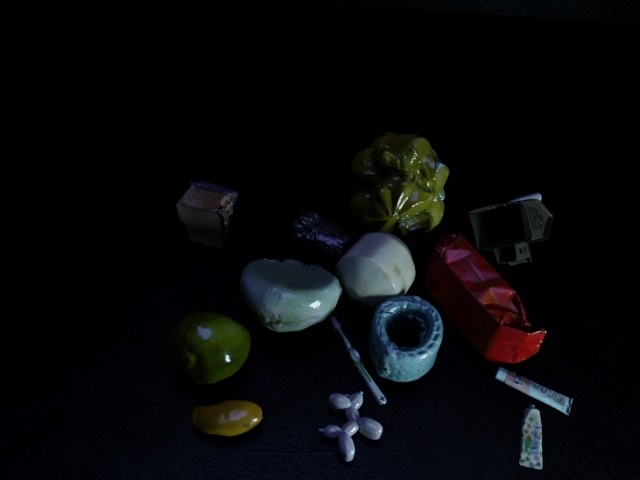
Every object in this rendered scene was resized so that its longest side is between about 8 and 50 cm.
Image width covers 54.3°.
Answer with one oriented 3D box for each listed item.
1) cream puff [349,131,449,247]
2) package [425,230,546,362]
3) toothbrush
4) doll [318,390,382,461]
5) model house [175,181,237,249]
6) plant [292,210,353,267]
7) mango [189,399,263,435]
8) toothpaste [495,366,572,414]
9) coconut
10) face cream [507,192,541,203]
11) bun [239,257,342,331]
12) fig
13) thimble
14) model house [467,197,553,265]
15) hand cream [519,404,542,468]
[{"bbox_3d":[0.232,-0.161,1.983,0.378,0.378,0.275,33,32,25],"label":"cream puff"},{"bbox_3d":[0.452,0.170,1.789,0.123,0.196,0.423,-24,53,-17],"label":"package"},{"bbox_3d":[0.099,0.330,1.734,0.030,0.030,0.304,-19,50,-19],"label":"toothbrush"},{"bbox_3d":[0.073,0.459,1.591,0.161,0.059,0.160,-31,57,-27],"label":"doll"},{"bbox_3d":[-0.347,-0.096,2.009,0.166,0.183,0.172,14,48,9],"label":"model house"},{"bbox_3d":[0.000,0.000,1.974,0.194,0.132,0.129,30,49,17],"label":"plant"},{"bbox_3d":[-0.238,0.448,1.575,0.190,0.075,0.098,-2,31,0],"label":"mango"},{"bbox_3d":[0.576,0.403,1.687,0.205,0.036,0.056,24,48,14],"label":"toothpaste"},{"bbox_3d":[0.155,0.099,1.831,0.241,0.241,0.241,1,47,-1],"label":"coconut"},{"bbox_3d":[0.717,-0.139,2.203,0.130,0.034,0.034,-15,49,-17],"label":"face cream"},{"bbox_3d":[-0.091,0.172,1.773,0.293,0.187,0.293,6,19,-2],"label":"bun"},{"bbox_3d":[-0.287,0.273,1.662,0.203,0.203,0.225,30,32,23],"label":"fig"},{"bbox_3d":[0.227,0.275,1.715,0.198,0.143,0.235,24,49,20],"label":"thimble"},{"bbox_3d":[0.639,-0.027,2.015,0.243,0.211,0.204,-8,86,-48],"label":"model house"},{"bbox_3d":[0.541,0.500,1.599,0.057,0.037,0.165,10,53,7],"label":"hand cream"}]
